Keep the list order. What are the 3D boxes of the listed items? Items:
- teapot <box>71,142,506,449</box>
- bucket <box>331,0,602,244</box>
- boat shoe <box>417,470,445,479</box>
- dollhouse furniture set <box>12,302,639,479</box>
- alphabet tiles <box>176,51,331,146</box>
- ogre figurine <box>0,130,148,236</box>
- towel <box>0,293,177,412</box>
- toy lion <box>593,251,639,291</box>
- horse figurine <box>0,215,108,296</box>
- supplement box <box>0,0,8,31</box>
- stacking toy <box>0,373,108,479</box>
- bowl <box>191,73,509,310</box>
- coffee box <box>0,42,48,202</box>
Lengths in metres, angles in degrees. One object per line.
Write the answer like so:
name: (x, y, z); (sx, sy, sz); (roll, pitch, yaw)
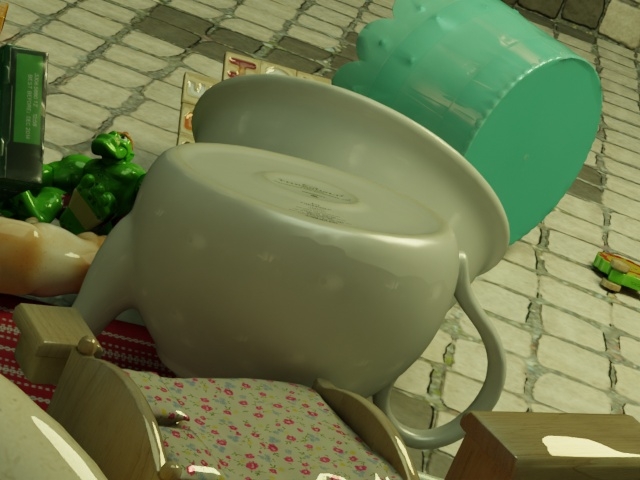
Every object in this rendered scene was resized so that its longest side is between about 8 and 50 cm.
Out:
teapot: (-0.026, 0.049, 1.122); (0.256, 0.187, 0.252); (24, 15, 34)
bucket: (0.160, -0.130, 1.702); (0.281, 0.281, 0.183); (-5, 34, -48)
boat shoe: (0.088, 0.213, 1.044); (0.302, 0.091, 0.114); (4, 47, -20)
dollhouse furniture set: (0.034, 0.095, 0.913); (0.303, 0.174, 0.355); (7, 26, -37)
alphabet tiles: (-0.049, -0.081, 1.564); (0.198, 0.009, 0.237); (13, 56, -16)
ogre figurine: (-0.206, -0.041, 1.392); (0.197, 0.097, 0.118); (-9, 12, 34)
towel: (-0.172, 0.121, 1.112); (0.198, 0.031, 0.275); (14, 22, -15)
toy lion: (0.360, 0.042, 1.788); (0.100, 0.034, 0.096); (23, 14, 6)
horse figurine: (-0.229, 0.006, 1.226); (0.263, 0.066, 0.174); (12, 3, -39)
supplement box: (-0.418, -0.267, 1.824); (0.098, 0.036, 0.062); (15, 21, -12)
stacking toy: (-0.199, 0.163, 0.700); (0.350, 0.351, 0.480); (20, 6, 0)
bowl: (0.000, 0.000, 1.334); (0.298, 0.298, 0.134); (23, 65, 6)
coffee box: (-0.277, -0.086, 1.291); (0.040, 0.113, 0.184); (8, -14, -31)
